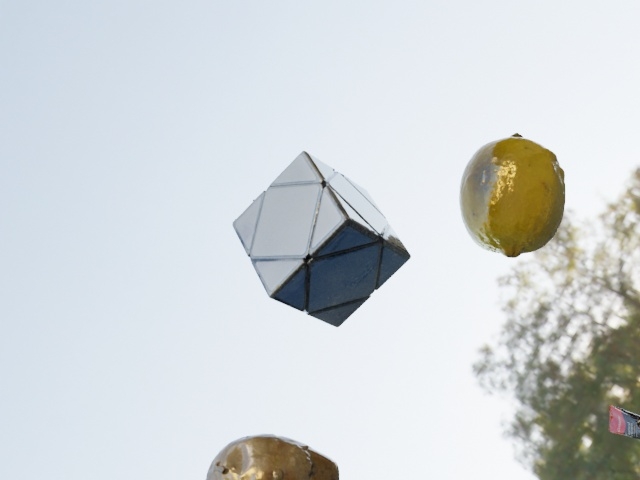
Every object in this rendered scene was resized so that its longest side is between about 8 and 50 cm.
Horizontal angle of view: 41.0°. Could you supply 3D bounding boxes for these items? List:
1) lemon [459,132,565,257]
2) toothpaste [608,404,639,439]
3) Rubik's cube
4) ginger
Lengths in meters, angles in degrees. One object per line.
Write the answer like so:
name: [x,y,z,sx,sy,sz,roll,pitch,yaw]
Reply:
lemon: [0.450,-0.102,2.013,0.260,0.284,0.260,-17,-16,-5]
toothpaste: [0.747,0.434,1.954,0.045,0.193,0.071,-22,-65,-41]
Rubik's cube: [0.000,0.000,1.557,0.205,0.207,0.205,-43,-41,17]
ginger: [-0.085,0.476,1.629,0.244,0.155,0.304,-11,-39,-5]
